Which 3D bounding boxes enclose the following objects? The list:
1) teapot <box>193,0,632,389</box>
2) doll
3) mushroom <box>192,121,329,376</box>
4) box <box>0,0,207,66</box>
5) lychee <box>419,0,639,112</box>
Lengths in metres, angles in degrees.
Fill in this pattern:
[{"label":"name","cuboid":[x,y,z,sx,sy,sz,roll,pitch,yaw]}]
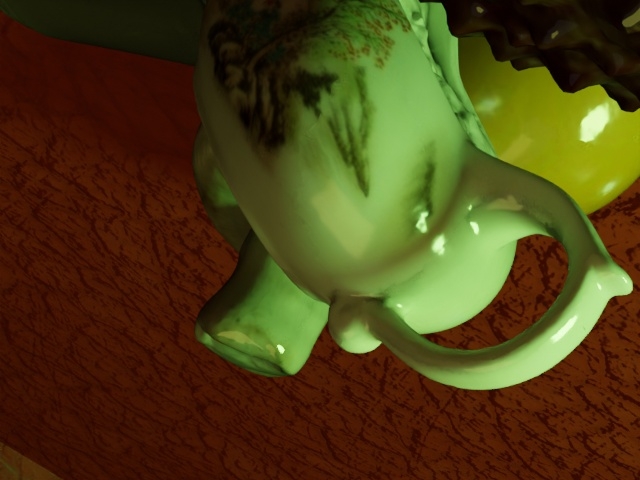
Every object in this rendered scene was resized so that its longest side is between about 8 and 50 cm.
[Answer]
[{"label":"teapot","cuboid":[0.034,-0.049,0.690,0.139,0.298,0.204,-26,145,10]},{"label":"doll","cuboid":[0.132,-0.091,0.885,0.213,0.213,0.236,-7,152,45]},{"label":"mushroom","cuboid":[0.000,0.000,1.103,0.243,0.243,0.243,19,152,11]},{"label":"box","cuboid":[-0.076,-0.210,0.798,0.149,0.226,0.226,13,150,20]},{"label":"lychee","cuboid":[0.141,-0.195,0.565,0.330,0.306,0.306,-2,142,48]}]
